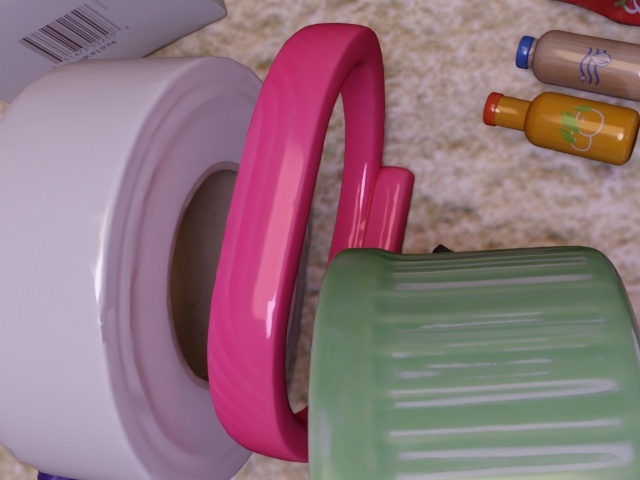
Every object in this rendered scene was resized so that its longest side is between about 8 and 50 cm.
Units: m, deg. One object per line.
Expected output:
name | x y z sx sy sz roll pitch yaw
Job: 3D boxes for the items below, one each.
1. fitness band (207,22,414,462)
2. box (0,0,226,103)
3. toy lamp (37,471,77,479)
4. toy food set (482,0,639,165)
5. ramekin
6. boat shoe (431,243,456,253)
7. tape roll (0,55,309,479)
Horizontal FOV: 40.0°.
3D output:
fitness band | 0.000 0.000 0.591 0.054 0.209 0.290 7 82 23
box | -0.254 -0.323 0.769 0.215 0.168 0.345 -23 73 15
toy lamp | -0.083 0.209 0.654 0.275 0.080 0.080 14 85 24
toy food set | 0.189 -0.180 0.600 0.105 0.111 0.232 16 117 22
ramekin | 0.102 0.144 0.483 0.148 0.303 0.303 -8 77 12
boat shoe | 0.139 0.033 0.620 0.133 0.049 0.042 25 93 15
tape roll | -0.104 0.020 0.588 0.100 0.286 0.286 2 81 21
